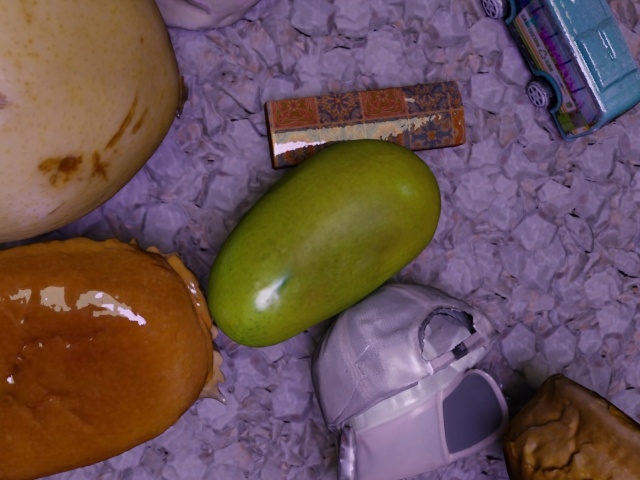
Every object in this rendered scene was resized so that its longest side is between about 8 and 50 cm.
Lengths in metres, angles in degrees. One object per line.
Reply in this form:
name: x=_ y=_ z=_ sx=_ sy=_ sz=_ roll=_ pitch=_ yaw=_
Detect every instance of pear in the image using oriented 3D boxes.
pear: x=-0.287 y=-0.150 z=0.581 sx=0.309 sy=0.309 sz=0.309 roll=0 pitch=93 yaw=-8

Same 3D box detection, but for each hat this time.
hat: x=0.083 y=0.173 z=0.724 sx=0.232 sy=0.161 sz=0.275 roll=-13 pitch=120 yaw=-26

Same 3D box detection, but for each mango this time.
mango: x=0.000 y=0.000 z=0.671 sx=0.273 sy=0.185 sz=0.149 roll=-36 pitch=90 yaw=-16

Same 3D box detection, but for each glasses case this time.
glasses case: x=0.050 y=-0.130 z=0.747 sx=0.218 sy=0.049 sz=0.075 roll=-8 pitch=94 yaw=-8

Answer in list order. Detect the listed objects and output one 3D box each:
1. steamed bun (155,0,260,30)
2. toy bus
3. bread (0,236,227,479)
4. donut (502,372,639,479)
steamed bun: x=-0.122 y=-0.361 z=0.634 sx=0.280 sy=0.207 sz=0.268 roll=-39 pitch=98 yaw=-3
toy bus: x=0.267 y=-0.243 z=0.746 sx=0.091 sy=0.109 sz=0.261 roll=-33 pitch=98 yaw=-11
bread: x=-0.296 y=0.115 z=0.644 sx=0.389 sy=0.183 sz=0.236 roll=-18 pitch=98 yaw=-7
donut: x=0.316 y=0.283 z=0.678 sx=0.160 sy=0.330 sz=0.330 roll=-42 pitch=98 yaw=8
